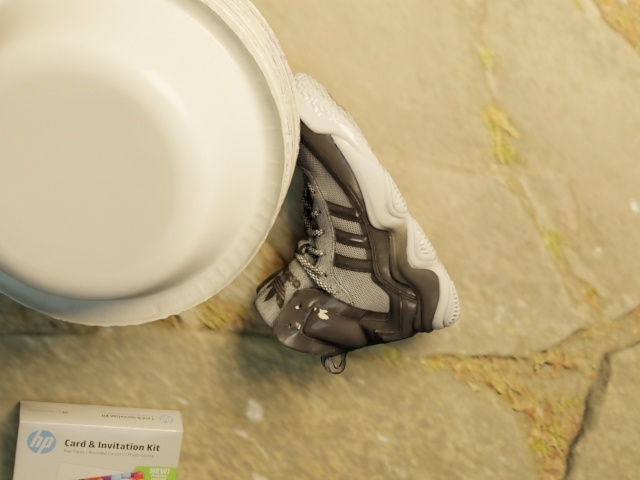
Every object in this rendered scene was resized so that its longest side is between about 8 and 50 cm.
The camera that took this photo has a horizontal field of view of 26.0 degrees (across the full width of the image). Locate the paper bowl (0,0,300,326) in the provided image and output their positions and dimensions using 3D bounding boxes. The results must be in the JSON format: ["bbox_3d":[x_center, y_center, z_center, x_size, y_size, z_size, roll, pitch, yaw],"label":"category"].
[{"bbox_3d":[-0.163,-0.070,1.014,0.284,0.148,0.284,2,113,5],"label":"paper bowl"}]

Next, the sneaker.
[{"bbox_3d":[0.000,0.000,1.142,0.153,0.101,0.268,-32,120,2],"label":"sneaker"}]

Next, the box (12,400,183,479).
[{"bbox_3d":[-0.208,0.236,1.255,0.145,0.038,0.186,6,113,-14],"label":"box"}]
